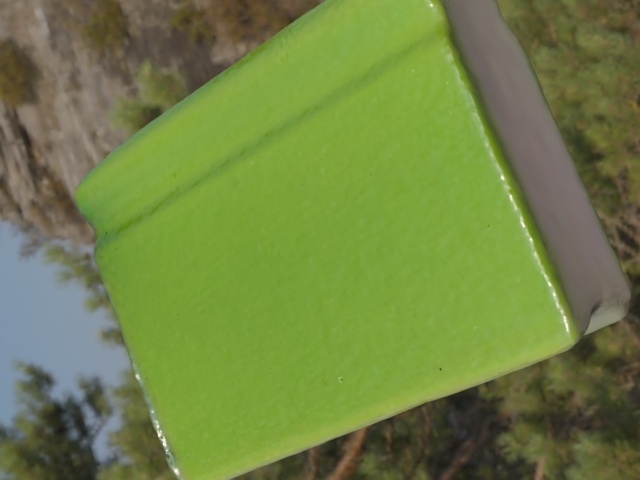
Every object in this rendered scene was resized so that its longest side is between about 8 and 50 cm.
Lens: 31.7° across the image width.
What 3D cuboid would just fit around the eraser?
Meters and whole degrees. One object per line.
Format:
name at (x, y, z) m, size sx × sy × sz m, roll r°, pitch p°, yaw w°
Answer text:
eraser at (0.000, 0.000, 0.608) m, size 0.092 × 0.274 × 0.210 m, roll -15°, pitch -98°, yaw -53°
